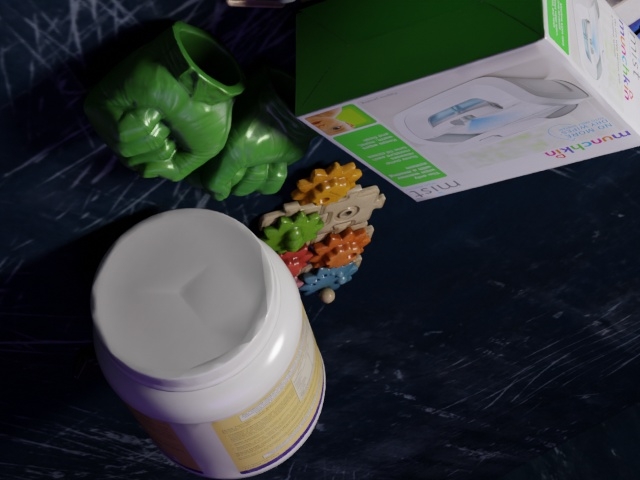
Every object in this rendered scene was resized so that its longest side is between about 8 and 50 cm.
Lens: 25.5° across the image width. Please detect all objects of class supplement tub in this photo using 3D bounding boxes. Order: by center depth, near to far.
[{"bbox_3d":[-0.129,0.126,1.663,0.241,0.241,0.331,-22,153,-3],"label":"supplement tub"}]

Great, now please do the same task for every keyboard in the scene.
[{"bbox_3d":[-0.233,0.141,1.874,0.180,0.023,0.108,-12,160,-26],"label":"keyboard"}]

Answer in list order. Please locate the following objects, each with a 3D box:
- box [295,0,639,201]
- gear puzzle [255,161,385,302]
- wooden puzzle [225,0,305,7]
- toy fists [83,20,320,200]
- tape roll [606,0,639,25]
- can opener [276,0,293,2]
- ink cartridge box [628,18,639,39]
[{"bbox_3d":[0.145,-0.159,1.351,0.262,0.127,0.231,-14,152,31],"label":"box"},{"bbox_3d":[0.000,0.000,1.765,0.175,0.044,0.339,-15,154,-18],"label":"gear puzzle"},{"bbox_3d":[-0.043,-0.237,1.285,0.116,0.014,0.078,-8,151,-29],"label":"wooden puzzle"},{"bbox_3d":[-0.111,-0.111,1.383,0.142,0.096,0.279,-34,155,23],"label":"toy fists"},{"bbox_3d":[0.267,-0.282,1.401,0.219,0.072,0.219,-20,156,-10],"label":"tape roll"},{"bbox_3d":[0.009,-0.308,1.107,0.074,0.093,0.280,-12,148,-23],"label":"can opener"},{"bbox_3d":[0.488,-0.228,1.720,0.332,0.065,0.165,0,147,-40],"label":"ink cartridge box"}]
